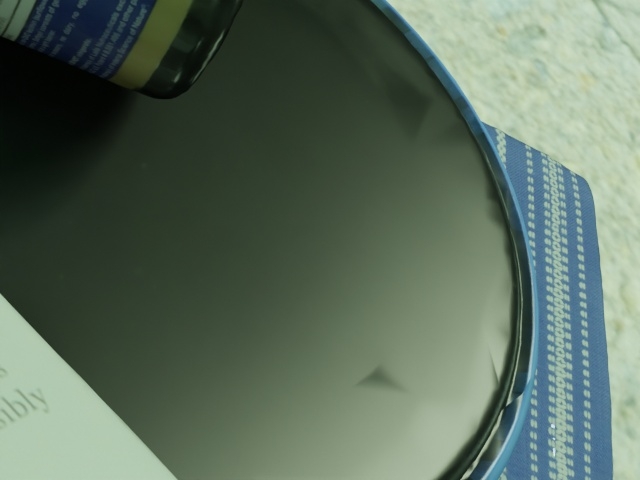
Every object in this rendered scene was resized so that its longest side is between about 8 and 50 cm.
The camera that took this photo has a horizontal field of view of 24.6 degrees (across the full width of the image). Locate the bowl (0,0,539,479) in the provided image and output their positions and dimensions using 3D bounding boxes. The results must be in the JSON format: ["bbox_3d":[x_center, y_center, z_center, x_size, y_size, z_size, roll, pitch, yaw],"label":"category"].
[{"bbox_3d":[-0.082,-0.014,0.590,0.391,0.077,0.391,17,49,-21],"label":"bowl"}]

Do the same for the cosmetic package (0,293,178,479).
[{"bbox_3d":[-0.141,0.126,0.312,0.453,0.161,0.230,45,31,11],"label":"cosmetic package"}]

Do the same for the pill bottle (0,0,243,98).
[{"bbox_3d":[-0.129,-0.144,0.519,0.219,0.123,0.123,22,51,-16],"label":"pill bottle"}]

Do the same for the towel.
[{"bbox_3d":[0.000,0.000,0.725,0.336,0.040,0.243,23,48,-21],"label":"towel"}]
